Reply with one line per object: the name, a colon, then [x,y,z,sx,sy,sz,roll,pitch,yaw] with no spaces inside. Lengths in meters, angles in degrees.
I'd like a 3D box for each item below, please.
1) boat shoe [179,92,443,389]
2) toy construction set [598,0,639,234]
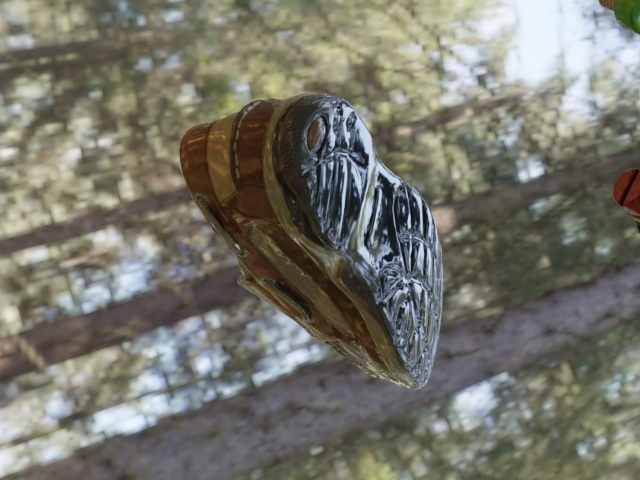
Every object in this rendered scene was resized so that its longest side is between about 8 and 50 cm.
boat shoe: [0.000,0.000,1.245,0.120,0.324,0.122,2,-122,24]
toy construction set: [0.365,-0.099,1.338,0.309,0.257,0.237,57,-10,-32]
